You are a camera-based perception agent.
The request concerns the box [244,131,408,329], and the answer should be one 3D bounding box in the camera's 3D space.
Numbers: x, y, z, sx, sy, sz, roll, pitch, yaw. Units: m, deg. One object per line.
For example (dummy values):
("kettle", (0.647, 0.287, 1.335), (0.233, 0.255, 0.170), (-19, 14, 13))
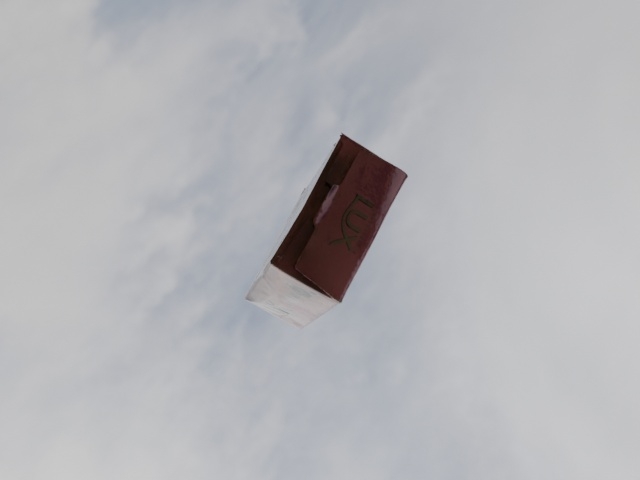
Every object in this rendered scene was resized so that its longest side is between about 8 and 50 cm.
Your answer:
("box", (0.000, 0.000, 0.758), (0.111, 0.060, 0.156), (-60, -177, -15))
